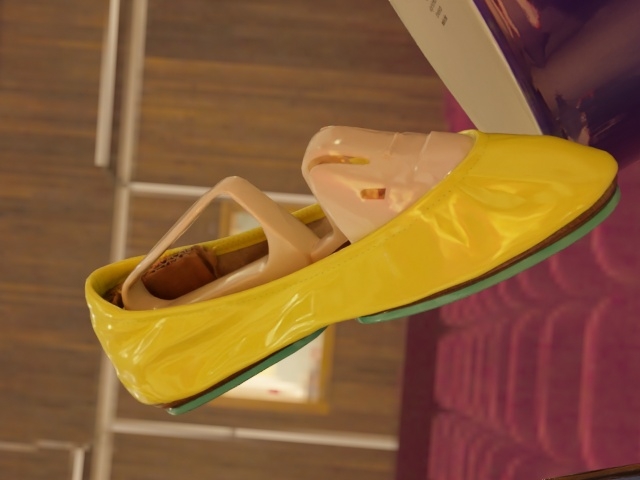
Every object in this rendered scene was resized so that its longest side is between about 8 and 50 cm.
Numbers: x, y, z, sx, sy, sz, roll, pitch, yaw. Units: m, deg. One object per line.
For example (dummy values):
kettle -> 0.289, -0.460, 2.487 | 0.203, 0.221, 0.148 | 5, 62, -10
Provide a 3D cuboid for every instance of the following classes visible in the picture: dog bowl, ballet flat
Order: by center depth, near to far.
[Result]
ballet flat -> 0.000, 0.000, 0.693 | 0.077, 0.231, 0.077 | 55, -149, -16
dog bowl -> 0.083, -0.152, 0.840 | 0.265, 0.104, 0.265 | 57, 179, 1

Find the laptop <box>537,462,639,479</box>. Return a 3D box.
laptop -> 0.045, 0.283, 0.845 | 0.236, 0.381, 0.408 | -60, -42, -77
